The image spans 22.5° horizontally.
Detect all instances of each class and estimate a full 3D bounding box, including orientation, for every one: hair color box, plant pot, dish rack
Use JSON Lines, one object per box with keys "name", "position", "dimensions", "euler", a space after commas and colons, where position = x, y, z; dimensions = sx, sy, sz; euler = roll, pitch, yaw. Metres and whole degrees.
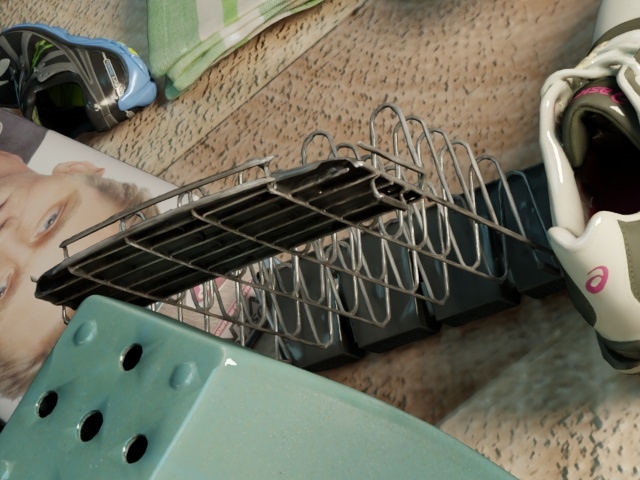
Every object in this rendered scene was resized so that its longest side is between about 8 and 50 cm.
{"name": "hair color box", "position": [-0.192, 0.020, 1.060], "dimensions": [0.347, 0.105, 0.174], "euler": [23, 77, 47]}
{"name": "plant pot", "position": [-0.027, 0.132, 0.730], "dimensions": [0.165, 0.234, 0.165], "euler": [17, 71, 47]}
{"name": "dish rack", "position": [0.000, 0.000, 0.795], "dimensions": [0.208, 0.271, 0.074], "euler": [-23, 67, 28]}

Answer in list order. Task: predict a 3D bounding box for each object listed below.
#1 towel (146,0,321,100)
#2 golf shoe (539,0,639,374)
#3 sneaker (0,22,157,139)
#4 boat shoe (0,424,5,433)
{"name": "towel", "position": [0.007, -0.259, 1.155], "dimensions": [0.325, 0.038, 0.247], "euler": [-28, 44, 24]}
{"name": "golf shoe", "position": [0.168, -0.069, 0.804], "dimensions": [0.105, 0.120, 0.272], "euler": [-19, 48, 32]}
{"name": "sneaker", "position": [-0.204, -0.114, 1.192], "dimensions": [0.188, 0.067, 0.078], "euler": [12, 47, 43]}
{"name": "boat shoe", "position": [-0.211, 0.154, 1.007], "dimensions": [0.190, 0.068, 0.072], "euler": [20, 86, 47]}
